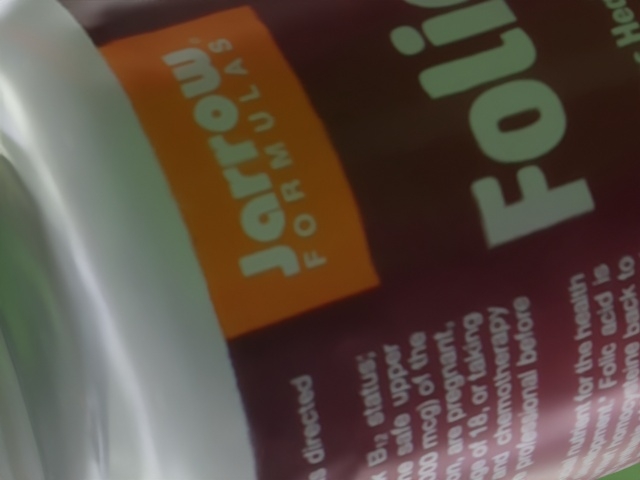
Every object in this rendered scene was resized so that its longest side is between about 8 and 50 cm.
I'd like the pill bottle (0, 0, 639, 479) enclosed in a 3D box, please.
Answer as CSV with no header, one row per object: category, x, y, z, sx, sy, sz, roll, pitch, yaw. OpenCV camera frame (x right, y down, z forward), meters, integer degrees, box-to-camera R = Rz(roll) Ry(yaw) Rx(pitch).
pill bottle,0.000,0.000,0.646,0.392,0.224,0.224,-18,-103,-21
